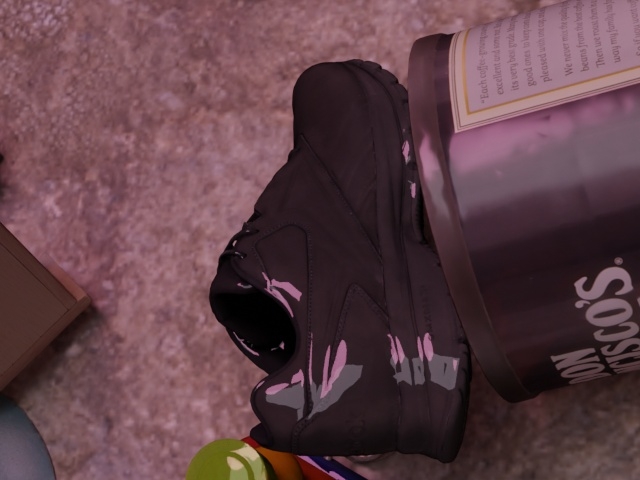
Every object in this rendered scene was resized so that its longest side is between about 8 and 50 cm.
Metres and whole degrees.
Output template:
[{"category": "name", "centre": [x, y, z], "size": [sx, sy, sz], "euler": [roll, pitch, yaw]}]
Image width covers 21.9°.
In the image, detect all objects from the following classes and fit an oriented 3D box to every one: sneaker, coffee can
[{"category": "sneaker", "centre": [0.000, 0.000, 0.914], "size": [0.130, 0.109, 0.286], "euler": [-6, 43, -5]}, {"category": "coffee can", "centre": [0.205, -0.045, 0.846], "size": [0.275, 0.201, 0.201], "euler": [-15, 69, 16]}]

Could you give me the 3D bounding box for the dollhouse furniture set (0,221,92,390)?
[{"category": "dollhouse furniture set", "centre": [-0.349, -0.007, 1.022], "size": [0.286, 0.198, 0.303], "euler": [-45, 60, -7]}]

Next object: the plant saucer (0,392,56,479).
[{"category": "plant saucer", "centre": [-0.260, 0.178, 1.047], "size": [0.195, 0.037, 0.195], "euler": [-6, 71, 18]}]

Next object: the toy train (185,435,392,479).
[{"category": "toy train", "centre": [-0.025, 0.135, 0.910], "size": [0.105, 0.143, 0.248], "euler": [28, 85, 26]}]
